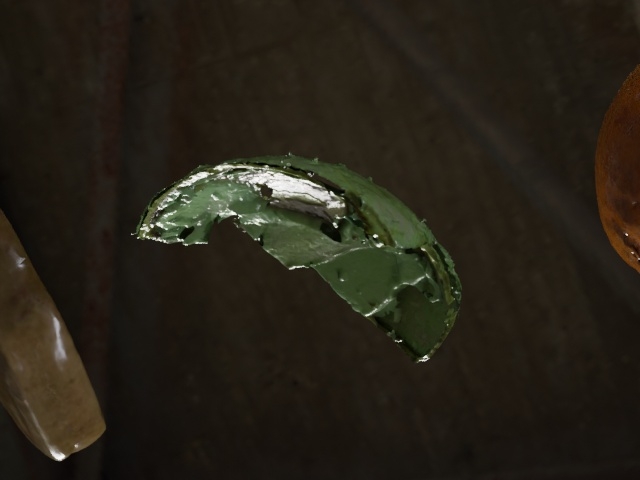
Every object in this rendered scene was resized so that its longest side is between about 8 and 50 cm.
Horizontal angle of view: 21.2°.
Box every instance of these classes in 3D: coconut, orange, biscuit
[{"bbox_3d":[0.002,-0.002,0.815,0.158,0.055,0.133,30,-31,-18],"label":"coconut"},{"bbox_3d":[0.279,-0.054,1.166,0.193,0.161,0.193,6,-56,10],"label":"orange"},{"bbox_3d":[-0.189,-0.019,0.836,0.319,0.047,0.183,58,-17,23],"label":"biscuit"}]
